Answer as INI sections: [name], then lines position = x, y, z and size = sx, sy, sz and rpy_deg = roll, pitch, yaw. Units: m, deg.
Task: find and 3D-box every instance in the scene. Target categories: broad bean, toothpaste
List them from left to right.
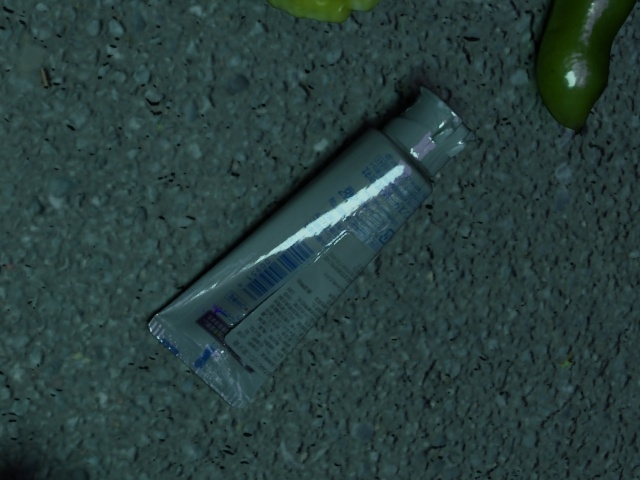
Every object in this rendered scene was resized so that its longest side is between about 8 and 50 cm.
[toothpaste]
position = 0.000, 0.000, 1.458
size = 0.299, 0.073, 0.114
rpy_deg = -45, 116, 0
[broad bean]
position = 0.228, -0.247, 1.505
size = 0.098, 0.056, 0.318
rpy_deg = -1, 97, -17

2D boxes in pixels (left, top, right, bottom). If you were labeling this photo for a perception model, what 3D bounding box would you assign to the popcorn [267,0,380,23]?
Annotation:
[popcorn]
position = 0.003, -0.280, 1.315
size = 0.259, 0.259, 0.212
rpy_deg = -22, 125, -18
